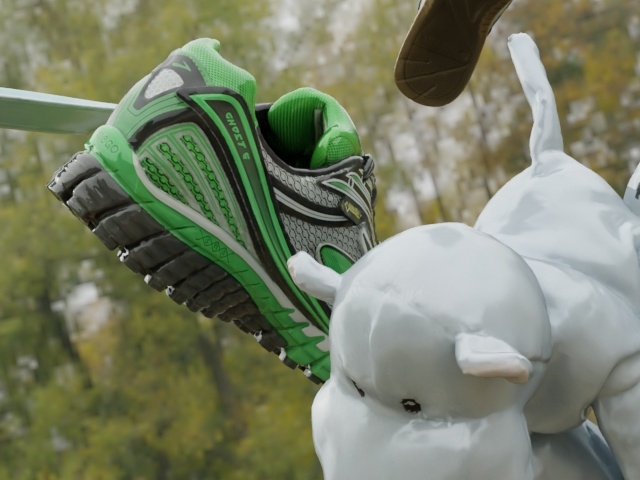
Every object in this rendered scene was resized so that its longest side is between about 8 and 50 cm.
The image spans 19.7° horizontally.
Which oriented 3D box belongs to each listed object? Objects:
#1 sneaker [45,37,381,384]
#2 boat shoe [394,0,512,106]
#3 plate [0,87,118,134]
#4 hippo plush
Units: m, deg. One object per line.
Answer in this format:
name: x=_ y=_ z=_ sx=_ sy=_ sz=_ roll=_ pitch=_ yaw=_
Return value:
sneaker: x=0.000 y=0.000 z=1.136 sx=0.146 sy=0.134 sz=0.343 roll=-51 pitch=-43 yaw=5
boat shoe: x=0.082 y=-0.144 z=0.993 sx=0.056 sy=0.049 sz=0.152 roll=25 pitch=-58 yaw=-10
plate: x=-0.213 y=-0.088 z=1.203 sx=0.188 sy=0.024 sz=0.188 roll=8 pitch=4 yaw=-1
hippo plush: x=0.122 y=0.064 z=0.974 sx=0.234 sy=0.294 sz=0.236 roll=20 pitch=18 yaw=29
